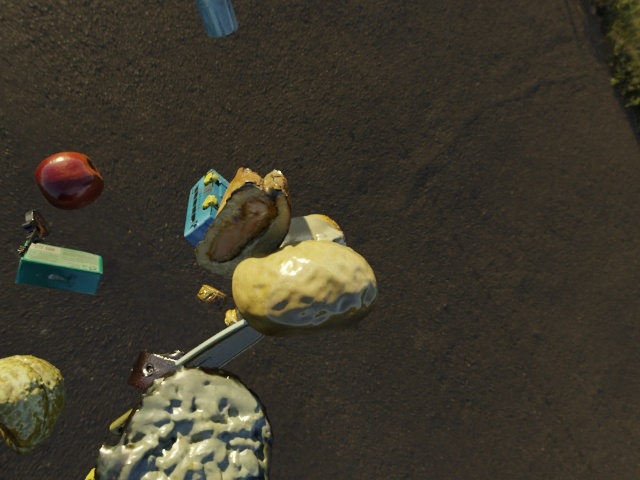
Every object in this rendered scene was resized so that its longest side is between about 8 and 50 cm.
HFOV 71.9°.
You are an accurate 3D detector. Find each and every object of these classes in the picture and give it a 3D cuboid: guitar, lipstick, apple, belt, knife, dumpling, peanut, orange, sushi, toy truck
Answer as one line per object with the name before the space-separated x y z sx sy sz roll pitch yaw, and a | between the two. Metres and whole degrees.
guitar | -0.840 -0.013 1.282 0.025 0.233 0.088 -22 122 -6
lipstick | -0.152 -0.350 0.567 0.048 0.048 0.158 -36 139 -19
apple | -0.948 -0.225 1.670 0.201 0.218 0.218 -32 97 -11
belt | -0.494 0.461 1.498 0.288 0.184 0.164 15 66 8
knife | -0.208 0.213 0.723 0.342 0.027 0.061 -34 125 -1
dumpling | -0.054 0.043 0.687 0.192 0.258 0.147 -9 77 -9
peanut | -0.018 0.052 0.495 0.158 0.140 0.109 1 76 -13
orange | -0.881 0.475 1.320 0.210 0.369 0.271 -24 75 -41
sushi | -0.177 0.340 0.561 0.210 0.171 0.351 7 67 -20
toy truck | -0.379 -0.105 1.577 0.162 0.385 0.161 -40 123 14

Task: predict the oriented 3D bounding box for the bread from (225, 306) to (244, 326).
bread | -0.303 0.299 1.789 0.177 0.119 0.084 -15 84 3

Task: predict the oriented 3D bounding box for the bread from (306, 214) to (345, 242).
bread | -0.001 -0.005 1.688 0.171 0.314 0.192 -3 99 -17

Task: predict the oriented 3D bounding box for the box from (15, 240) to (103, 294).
box | -0.895 0.095 1.523 0.244 0.153 0.092 16 105 -32

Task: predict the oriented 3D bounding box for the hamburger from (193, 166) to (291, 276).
hamburger | -0.082 -0.034 0.546 0.087 0.176 0.102 27 43 -13

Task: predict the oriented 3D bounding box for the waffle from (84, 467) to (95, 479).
waffle | -0.323 0.473 0.552 0.311 0.060 0.307 -27 78 -44

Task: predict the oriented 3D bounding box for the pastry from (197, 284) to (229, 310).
pastry | -0.354 0.188 1.448 0.097 0.109 0.057 23 73 19
